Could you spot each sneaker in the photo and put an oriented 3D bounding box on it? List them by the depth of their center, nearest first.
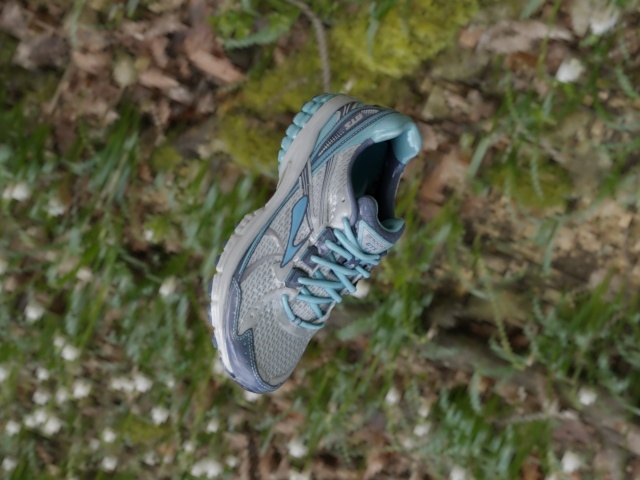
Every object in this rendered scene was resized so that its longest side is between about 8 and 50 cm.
[{"bbox_3d":[0.000,0.000,1.076,0.122,0.283,0.110,10,164,41],"label":"sneaker"}]
